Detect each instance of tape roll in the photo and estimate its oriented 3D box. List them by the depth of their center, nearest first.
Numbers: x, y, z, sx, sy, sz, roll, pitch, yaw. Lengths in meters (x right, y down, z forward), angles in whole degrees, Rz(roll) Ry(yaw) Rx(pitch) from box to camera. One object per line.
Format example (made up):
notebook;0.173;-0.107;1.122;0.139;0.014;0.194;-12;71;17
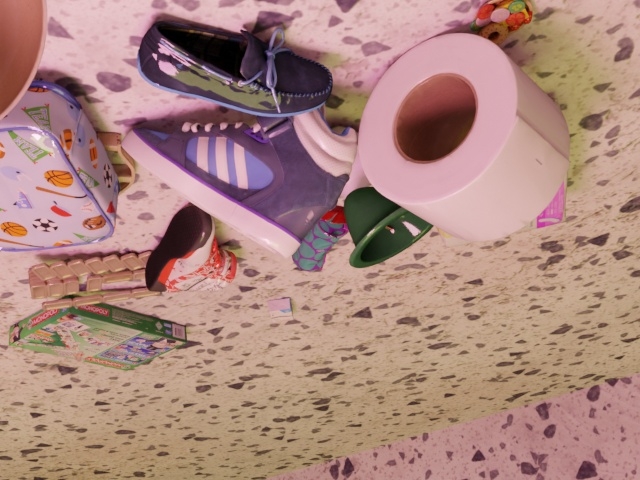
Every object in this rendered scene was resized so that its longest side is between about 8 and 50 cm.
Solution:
tape roll;0.197;-0.137;1.208;0.246;0.246;0.169;-25;149;30

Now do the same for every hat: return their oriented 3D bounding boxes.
hat;0.066;-0.073;1.412;0.208;0.184;0.173;-20;155;-33

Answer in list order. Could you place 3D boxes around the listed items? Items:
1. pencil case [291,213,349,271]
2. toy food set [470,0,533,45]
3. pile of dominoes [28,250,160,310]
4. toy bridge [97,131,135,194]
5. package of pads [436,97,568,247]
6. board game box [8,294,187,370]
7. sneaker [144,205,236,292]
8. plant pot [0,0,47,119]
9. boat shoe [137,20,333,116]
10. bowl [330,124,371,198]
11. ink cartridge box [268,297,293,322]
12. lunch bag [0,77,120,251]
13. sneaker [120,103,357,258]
pencil case;0.000;0.000;1.620;0.070;0.065;0.152;25;146;-8
toy food set;0.240;-0.293;1.161;0.083;0.020;0.082;-20;151;23
pile of dominoes;-0.429;0.064;1.688;0.251;0.040;0.196;-7;154;-19
toy bridge;-0.323;-0.105;1.371;0.063;0.026;0.188;1;151;-17
package of pads;0.290;-0.100;1.463;0.229;0.101;0.296;-13;152;9
board game box;-0.482;0.209;1.920;0.213;0.046;0.317;-25;149;32
sneaker;-0.207;0.019;1.581;0.144;0.090;0.270;4;151;-31
plant pot;-0.444;-0.228;0.879;0.284;0.284;0.191;13;178;-35
boat shoe;-0.100;-0.219;1.123;0.258;0.109;0.089;1;149;-21
bowl;0.030;-0.128;1.392;0.142;0.053;0.142;17;143;-40
ink cartridge box;-0.086;0.159;1.947;0.048;0.028;0.083;-8;154;1
lunch bag;-0.430;-0.102;1.232;0.243;0.115;0.303;-4;147;6
sneaker;-0.103;-0.144;1.260;0.322;0.236;0.130;32;175;19
